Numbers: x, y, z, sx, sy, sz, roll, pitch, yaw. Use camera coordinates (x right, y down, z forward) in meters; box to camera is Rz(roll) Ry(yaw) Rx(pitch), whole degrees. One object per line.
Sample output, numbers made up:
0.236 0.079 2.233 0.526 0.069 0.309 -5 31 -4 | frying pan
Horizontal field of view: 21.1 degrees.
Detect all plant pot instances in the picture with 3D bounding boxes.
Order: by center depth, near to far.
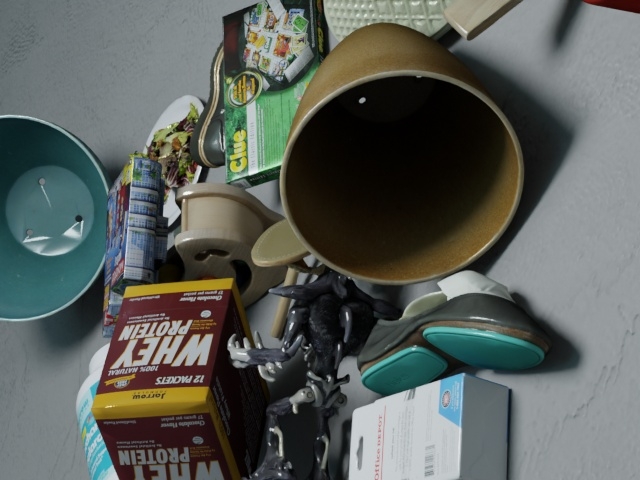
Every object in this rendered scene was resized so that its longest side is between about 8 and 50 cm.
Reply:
0.074 -0.118 1.771 0.237 0.237 0.254 -57 18 25 | plant pot
-0.418 -0.037 2.498 0.195 0.290 0.290 -27 -42 -81 | plant pot

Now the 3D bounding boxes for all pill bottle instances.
-0.218 0.240 2.105 0.146 0.146 0.264 -56 34 26 | pill bottle

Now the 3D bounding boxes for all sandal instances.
0.006 0.000 1.878 0.088 0.079 0.240 0 28 25 | sandal

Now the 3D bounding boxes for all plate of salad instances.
-0.216 -0.109 2.380 0.200 0.048 0.200 -35 46 46 | plate of salad

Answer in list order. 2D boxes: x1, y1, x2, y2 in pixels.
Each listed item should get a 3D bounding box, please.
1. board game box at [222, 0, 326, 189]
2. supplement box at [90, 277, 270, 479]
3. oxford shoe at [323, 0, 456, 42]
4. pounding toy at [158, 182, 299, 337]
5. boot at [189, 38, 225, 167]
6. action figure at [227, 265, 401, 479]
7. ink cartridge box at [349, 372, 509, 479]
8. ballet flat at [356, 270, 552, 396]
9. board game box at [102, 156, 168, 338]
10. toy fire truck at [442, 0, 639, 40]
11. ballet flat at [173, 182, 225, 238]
-0.056 -0.190 2.121 0.136 0.030 0.260 -15 57 19 | board game box
-0.149 0.178 1.900 0.194 0.129 0.191 -80 -19 -49 | supplement box
0.150 -0.359 1.848 0.130 0.169 0.449 -40 -10 -47 | oxford shoe
-0.121 0.038 2.044 0.269 0.154 0.155 -38 44 45 | pounding toy
-0.077 -0.183 2.190 0.137 0.077 0.198 4 77 44 | boot
-0.016 0.131 1.825 0.141 0.164 0.276 14 93 55 | action figure
0.104 0.201 1.682 0.180 0.060 0.104 -24 56 52 | ink cartridge box
0.127 0.083 1.681 0.280 0.095 0.096 -19 47 54 | ballet flat
-0.220 0.017 2.058 0.194 0.060 0.194 146 128 -72 | board game box
0.245 -0.274 1.633 0.217 0.158 0.246 -113 37 -47 | toy fire truck
-0.165 0.019 2.209 0.072 0.068 0.213 24 96 59 | ballet flat
